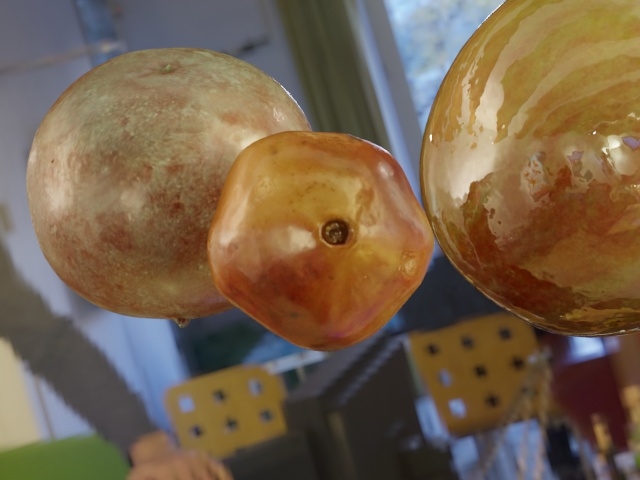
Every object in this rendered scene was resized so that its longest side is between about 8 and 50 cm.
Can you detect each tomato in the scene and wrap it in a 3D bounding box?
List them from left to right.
[{"bbox_3d":[-0.157,-0.057,1.931,0.317,0.282,0.316,-4,29,2],"label":"tomato"}]

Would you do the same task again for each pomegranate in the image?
[{"bbox_3d":[0.000,0.001,1.659,0.209,0.209,0.209,-16,3,1],"label":"pomegranate"}]

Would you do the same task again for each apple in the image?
[{"bbox_3d":[0.197,-0.052,1.177,0.234,0.257,0.257,-51,-8,18],"label":"apple"}]
